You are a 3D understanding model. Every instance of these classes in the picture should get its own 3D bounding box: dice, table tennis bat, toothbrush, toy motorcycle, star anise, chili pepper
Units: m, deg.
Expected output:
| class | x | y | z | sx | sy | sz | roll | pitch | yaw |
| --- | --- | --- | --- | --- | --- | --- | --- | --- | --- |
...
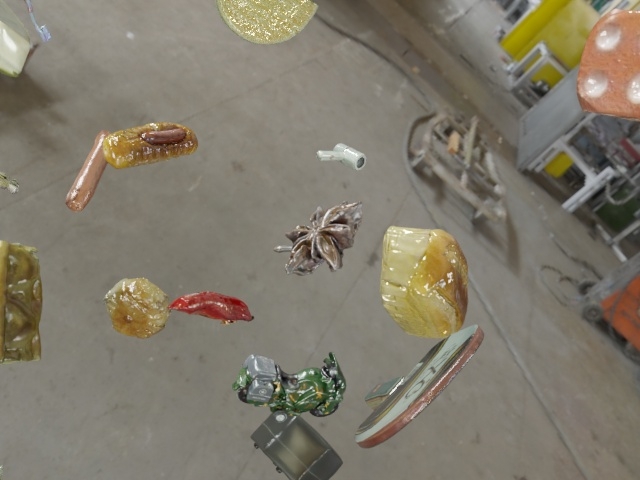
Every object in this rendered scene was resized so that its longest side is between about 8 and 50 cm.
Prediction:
| class | x | y | z | sx | sy | sz | roll | pitch | yaw |
| --- | --- | --- | --- | --- | --- | --- | --- | --- | --- |
| dice | 0.550 | -0.284 | 1.177 | 0.175 | 0.174 | 0.179 | 2 | 13 | -38 |
| table tennis bat | 0.096 | 0.164 | 0.785 | 0.022 | 0.173 | 0.301 | 46 | -15 | 5 |
| toothbrush | -0.503 | -0.421 | 1.204 | 0.019 | 0.193 | 0.013 | -37 | 54 | -20 |
| toy motorcycle | -0.054 | 0.323 | 1.604 | 0.275 | 0.187 | 0.125 | 15 | 30 | -24 |
| star anise | 0.000 | 0.000 | 1.455 | 0.089 | 0.209 | 0.231 | 51 | -15 | -20 |
| chili pepper | -0.171 | 0.113 | 1.177 | 0.059 | 0.050 | 0.268 | 10 | -8 | 26 |

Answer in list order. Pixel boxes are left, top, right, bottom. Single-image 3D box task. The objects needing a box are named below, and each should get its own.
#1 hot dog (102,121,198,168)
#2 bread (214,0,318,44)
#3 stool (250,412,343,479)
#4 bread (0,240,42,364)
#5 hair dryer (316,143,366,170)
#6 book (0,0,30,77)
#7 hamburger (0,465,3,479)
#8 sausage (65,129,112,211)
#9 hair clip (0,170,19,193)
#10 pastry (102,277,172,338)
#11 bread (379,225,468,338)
| class | x | y | z | sx | sy | sz | roll | pitch | yaw |
| --- | --- | --- | --- | --- | --- | --- | --- | --- | --- |
| hot dog | -0.266 | -0.159 | 1.132 | 0.066 | 0.047 | 0.216 | 55 | 27 | 5 |
| bread | -0.107 | -0.394 | 1.204 | 0.193 | 0.112 | 0.036 | 18 | 18 | -32 |
| stool | -0.063 | 0.551 | 1.862 | 0.232 | 0.141 | 0.232 | 41 | -13 | 11 |
| bread | -0.659 | 0.133 | 1.379 | 0.238 | 0.196 | 0.252 | 16 | 63 | -70 |
| hair dryer | 0.042 | -0.209 | 1.770 | 0.137 | 0.047 | 0.082 | -5 | 29 | -46 |
| book | -0.317 | -0.222 | 0.407 | 0.239 | 0.035 | 0.352 | 30 | 10 | -48 |
| hamburger | -0.427 | 0.300 | 0.779 | 0.177 | 0.185 | 0.113 | 56 | -9 | -5 |
| sausage | -0.396 | -0.126 | 1.239 | 0.043 | 0.043 | 0.186 | 31 | 47 | -24 |
| hair clip | -0.566 | -0.108 | 1.151 | 0.146 | 0.056 | 0.187 | 26 | 8 | -21 |
| pastry | -0.404 | 0.151 | 1.570 | 0.153 | 0.153 | 0.081 | 35 | 27 | -18 |
| bread | 0.159 | 0.065 | 1.043 | 0.236 | 0.106 | 0.140 | 48 | 49 | -63 |
